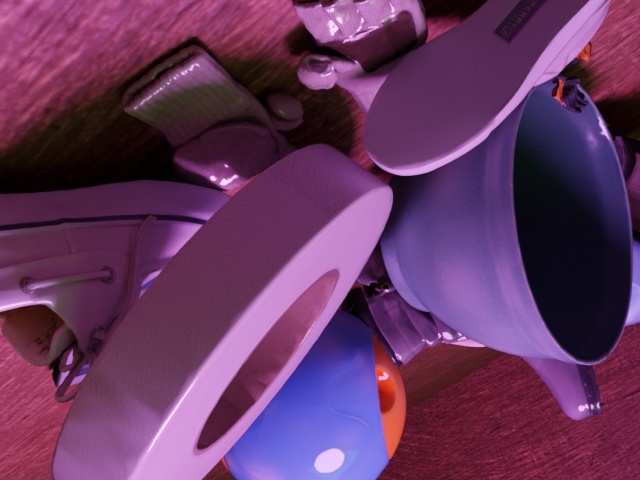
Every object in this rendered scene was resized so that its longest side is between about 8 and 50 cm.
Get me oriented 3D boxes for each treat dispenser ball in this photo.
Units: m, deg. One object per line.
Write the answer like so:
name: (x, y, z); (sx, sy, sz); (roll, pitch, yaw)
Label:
treat dispenser ball: (-0.020, 0.235, 1.107); (0.288, 0.288, 0.288); (-23, 159, -9)

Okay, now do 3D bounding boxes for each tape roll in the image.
tape roll: (-0.073, 0.090, 0.700); (0.392, 0.072, 0.392); (-51, 167, -16)

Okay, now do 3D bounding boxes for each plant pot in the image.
plant pot: (0.190, -0.013, 0.833); (0.196, 0.293, 0.293); (-8, 176, 41)

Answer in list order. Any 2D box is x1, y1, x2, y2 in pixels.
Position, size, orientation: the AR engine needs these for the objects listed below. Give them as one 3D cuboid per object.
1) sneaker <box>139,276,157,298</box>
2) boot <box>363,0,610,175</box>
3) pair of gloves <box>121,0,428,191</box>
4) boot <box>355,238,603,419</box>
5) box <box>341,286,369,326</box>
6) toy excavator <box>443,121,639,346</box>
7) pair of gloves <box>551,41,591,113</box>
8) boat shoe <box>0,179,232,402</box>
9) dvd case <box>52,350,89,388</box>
sneaker: (-0.124, 0.081, 0.809); (0.086, 0.085, 0.237); (-26, 167, 10)
boot: (0.150, -0.140, 0.635); (0.258, 0.095, 0.123); (-43, 160, 5)
pair of gloves: (-0.017, -0.116, 0.620); (0.240, 0.042, 0.204); (-26, 160, 3)
boot: (0.187, 0.111, 0.981); (0.223, 0.338, 0.118); (-28, 155, 2)
box: (0.068, 0.161, 1.283); (0.029, 0.116, 0.162); (-19, 158, -13)
toy excavator: (0.322, 0.045, 1.101); (0.222, 0.433, 0.445); (4, 116, -54)
pair of gloves: (0.252, -0.170, 0.764); (0.010, 0.083, 0.074); (4, 178, 41)
boat shoe: (-0.203, 0.045, 0.585); (0.367, 0.156, 0.136); (-5, 167, -46)
dvd case: (-0.219, 0.098, 0.915); (0.179, 0.029, 0.238); (-14, 157, -31)
